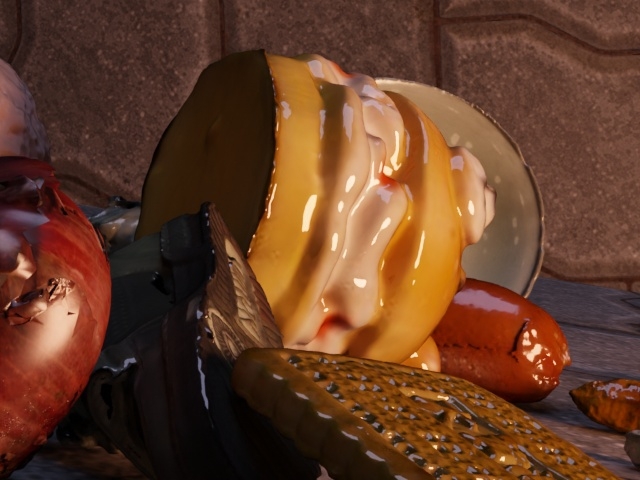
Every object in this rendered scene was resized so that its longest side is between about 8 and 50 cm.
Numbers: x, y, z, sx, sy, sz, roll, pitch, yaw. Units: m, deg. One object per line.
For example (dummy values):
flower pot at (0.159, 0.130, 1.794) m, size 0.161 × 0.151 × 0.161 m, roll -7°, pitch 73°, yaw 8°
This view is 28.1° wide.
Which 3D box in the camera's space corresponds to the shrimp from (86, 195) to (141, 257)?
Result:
shrimp at (-0.187, 0.036, 1.294) m, size 0.185 × 0.068 × 0.287 m, roll 12°, pitch 23°, yaw 8°

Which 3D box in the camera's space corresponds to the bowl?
bowl at (0.070, -0.004, 1.373) m, size 0.313 × 0.313 × 0.146 m, roll 8°, pitch -25°, yaw -10°

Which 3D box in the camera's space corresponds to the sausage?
sausage at (0.056, 0.070, 1.126) m, size 0.330 × 0.102 × 0.102 m, roll 10°, pitch 4°, yaw 24°

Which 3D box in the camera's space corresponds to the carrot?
carrot at (0.351, 0.142, 0.998) m, size 0.314 × 0.066 × 0.066 m, roll 6°, pitch 3°, yaw 5°

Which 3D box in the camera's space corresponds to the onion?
onion at (-0.169, 0.049, 0.586) m, size 0.184 × 0.184 × 0.147 m, roll 11°, pitch -33°, yaw 35°

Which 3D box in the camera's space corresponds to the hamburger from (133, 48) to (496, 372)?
hamburger at (0.000, 0.000, 0.981) m, size 0.236 × 0.276 × 0.276 m, roll 18°, pitch -1°, yaw -25°

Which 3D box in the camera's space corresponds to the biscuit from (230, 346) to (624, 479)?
biscuit at (0.090, 0.111, 0.528) m, size 0.172 × 0.029 × 0.254 m, roll 14°, pitch 14°, yaw -43°

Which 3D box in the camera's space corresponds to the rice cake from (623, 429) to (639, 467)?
rice cake at (0.295, 0.156, 0.825) m, size 0.207 × 0.033 × 0.033 m, roll 10°, pitch 13°, yaw 40°

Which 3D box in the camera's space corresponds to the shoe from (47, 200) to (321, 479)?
shoe at (-0.095, 0.084, 0.676) m, size 0.149 × 0.109 × 0.293 m, roll -29°, pitch 22°, yaw 6°

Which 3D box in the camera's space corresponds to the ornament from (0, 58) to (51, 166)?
ornament at (-0.346, -0.048, 1.024) m, size 0.259 × 0.225 × 0.259 m, roll 7°, pitch 4°, yaw 0°
